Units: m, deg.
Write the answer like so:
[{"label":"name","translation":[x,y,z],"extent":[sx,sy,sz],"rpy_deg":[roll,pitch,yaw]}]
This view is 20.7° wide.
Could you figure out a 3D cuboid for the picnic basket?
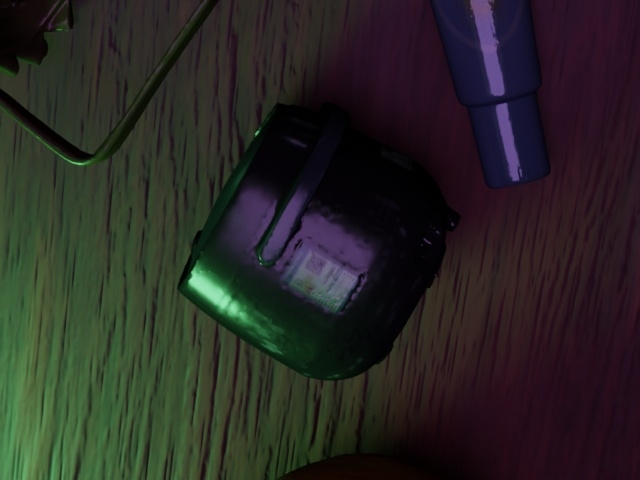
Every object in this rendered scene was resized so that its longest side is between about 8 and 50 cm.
[{"label":"picnic basket","translation":[-0.272,-0.255,1.685],"extent":[0.321,0.291,0.254],"rpy_deg":[38,106,6]}]

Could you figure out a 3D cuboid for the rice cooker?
[{"label":"rice cooker","translation":[0.000,0.000,1.763],"extent":[0.224,0.267,0.267],"rpy_deg":[29,107,-5]}]

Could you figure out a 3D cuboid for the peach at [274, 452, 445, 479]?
[{"label":"peach","translation":[0.021,0.397,1.848],"extent":[0.370,0.370,0.370],"rpy_deg":[1,107,5]}]

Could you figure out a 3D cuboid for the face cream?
[{"label":"face cream","translation":[0.159,-0.244,1.761],"extent":[0.135,0.086,0.385],"rpy_deg":[-12,101,8]}]
